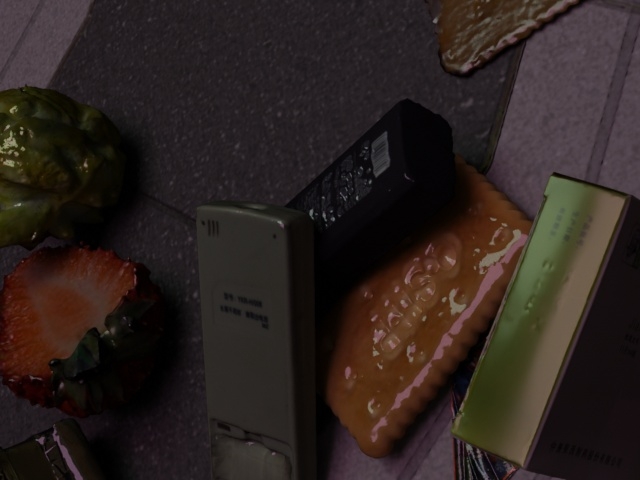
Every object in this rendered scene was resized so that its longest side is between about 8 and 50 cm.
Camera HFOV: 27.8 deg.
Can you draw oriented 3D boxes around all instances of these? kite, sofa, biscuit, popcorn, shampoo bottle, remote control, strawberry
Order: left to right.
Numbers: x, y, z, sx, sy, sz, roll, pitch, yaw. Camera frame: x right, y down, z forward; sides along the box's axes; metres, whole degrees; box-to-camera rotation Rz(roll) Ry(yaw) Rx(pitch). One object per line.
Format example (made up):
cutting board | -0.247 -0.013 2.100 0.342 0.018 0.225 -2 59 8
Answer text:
sofa | -0.305 0.328 1.323 0.258 0.182 0.200 -40 70 24
popcorn | -0.318 -0.072 1.427 0.198 0.198 0.212 -6 66 40
strawberry | -0.249 0.099 1.372 0.188 0.106 0.286 -43 33 -7
remote control | -0.054 0.107 1.162 0.123 0.038 0.285 8 107 41
shampoo bottle | 0.000 -0.001 1.173 0.309 0.071 0.098 -40 41 39
biscuit | 0.080 0.053 1.131 0.249 0.030 0.160 -54 43 13
biscuit | 0.183 -0.293 1.184 0.237 0.013 0.232 -31 56 31
kite | 0.165 0.126 1.051 0.241 0.014 0.183 -51 49 14

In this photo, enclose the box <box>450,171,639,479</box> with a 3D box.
box | 0.205 0.076 0.862 0.062 0.260 0.175 21 90 41
